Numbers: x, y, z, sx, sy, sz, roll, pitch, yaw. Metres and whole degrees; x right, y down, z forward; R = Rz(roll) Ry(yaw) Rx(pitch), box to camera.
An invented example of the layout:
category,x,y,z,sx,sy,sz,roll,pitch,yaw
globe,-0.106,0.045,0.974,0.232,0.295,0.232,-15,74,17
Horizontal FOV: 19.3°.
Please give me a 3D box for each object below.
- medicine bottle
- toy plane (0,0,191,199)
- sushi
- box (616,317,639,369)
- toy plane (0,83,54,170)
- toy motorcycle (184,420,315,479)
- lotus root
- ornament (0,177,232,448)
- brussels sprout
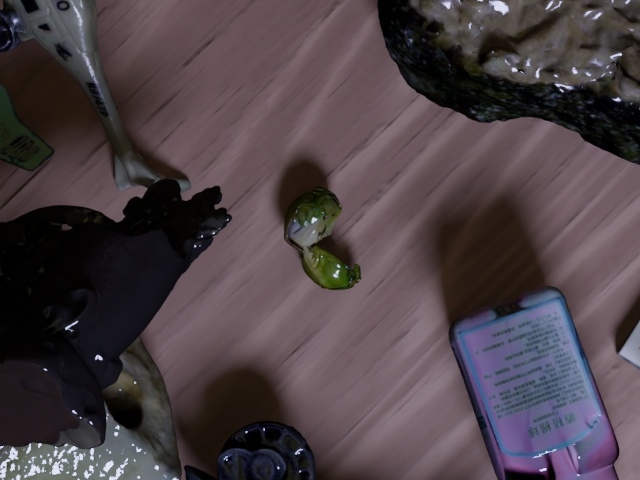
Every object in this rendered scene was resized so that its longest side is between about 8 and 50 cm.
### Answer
category,x,y,z,sx,sy,sz,roll,pitch,yaw
medicine bottle,0.169,0.137,1.432,0.094,0.119,0.188,-19,83,1
toy plane,-0.194,-0.157,1.492,0.108,0.092,0.286,-12,105,39
sushi,0.214,-0.178,1.440,0.350,0.171,0.211,12,83,3
box,0.282,0.090,1.480,0.083,0.024,0.054,33,88,6
toy plane,-0.385,0.014,1.490,0.155,0.106,0.382,41,86,0
toy motorcycle,0.025,0.300,1.420,0.358,0.125,0.213,33,88,8
lotus root,-0.257,0.188,1.446,0.314,0.210,0.142,-32,128,2
ornament,-0.205,0.031,1.393,0.251,0.106,0.260,-3,42,31
brussels sprout,-0.001,0.001,1.493,0.051,0.046,0.083,-18,84,7
